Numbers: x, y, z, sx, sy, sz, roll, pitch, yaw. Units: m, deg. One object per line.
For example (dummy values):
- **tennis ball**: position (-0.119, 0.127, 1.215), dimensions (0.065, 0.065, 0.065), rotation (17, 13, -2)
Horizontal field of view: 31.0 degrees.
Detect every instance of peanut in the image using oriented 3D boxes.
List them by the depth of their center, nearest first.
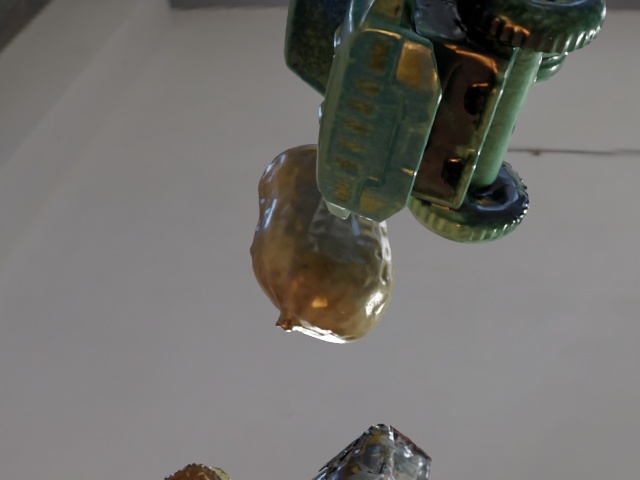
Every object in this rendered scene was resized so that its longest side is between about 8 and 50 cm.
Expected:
- **peanut**: position (0.000, 0.000, 1.056), dimensions (0.129, 0.129, 0.224), rotation (-4, -137, 1)

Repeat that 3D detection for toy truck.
- **toy truck**: position (0.070, -0.134, 0.633), dimensions (0.156, 0.155, 0.278), rotation (19, -135, 6)

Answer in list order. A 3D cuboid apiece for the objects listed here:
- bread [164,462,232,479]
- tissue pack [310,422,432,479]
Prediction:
- **bread**: position (-0.183, 0.446, 1.824), dimensions (0.132, 0.114, 0.190), rotation (-33, -113, 4)
- **tissue pack**: position (-0.026, 0.355, 1.197), dimensions (0.123, 0.332, 0.245), rotation (42, -156, -5)
